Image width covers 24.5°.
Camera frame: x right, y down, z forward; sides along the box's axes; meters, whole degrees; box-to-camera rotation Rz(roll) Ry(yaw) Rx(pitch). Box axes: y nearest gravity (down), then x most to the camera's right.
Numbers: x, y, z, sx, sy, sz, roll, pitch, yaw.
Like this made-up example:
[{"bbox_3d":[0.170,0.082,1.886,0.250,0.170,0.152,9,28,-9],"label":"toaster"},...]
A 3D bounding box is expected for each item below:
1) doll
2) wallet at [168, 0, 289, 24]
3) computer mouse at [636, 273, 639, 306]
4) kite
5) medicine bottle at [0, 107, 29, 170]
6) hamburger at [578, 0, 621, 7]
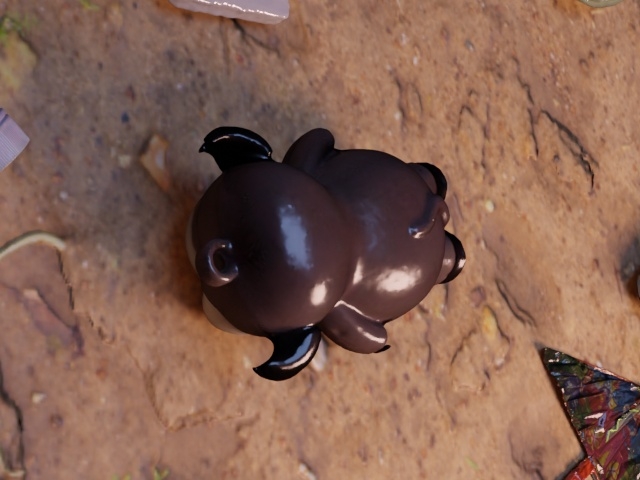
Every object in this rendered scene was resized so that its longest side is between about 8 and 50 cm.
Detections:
[{"bbox_3d":[0.002,-0.001,1.074,0.257,0.117,0.182,-14,85,-42],"label":"doll"},{"bbox_3d":[-0.081,-0.258,1.135,0.124,0.032,0.183,4,74,-40],"label":"wallet"},{"bbox_3d":[0.331,0.037,1.401,0.110,0.032,0.056,-35,100,-31],"label":"computer mouse"},{"bbox_3d":[0.259,0.186,1.310,0.189,0.009,0.232,-34,100,-41],"label":"kite"},{"bbox_3d":[-0.242,-0.091,0.932,0.118,0.055,0.074,48,51,-18],"label":"medicine bottle"},{"bbox_3d":[0.267,-0.276,1.425,0.084,0.054,0.121,17,70,-41],"label":"hamburger"}]
